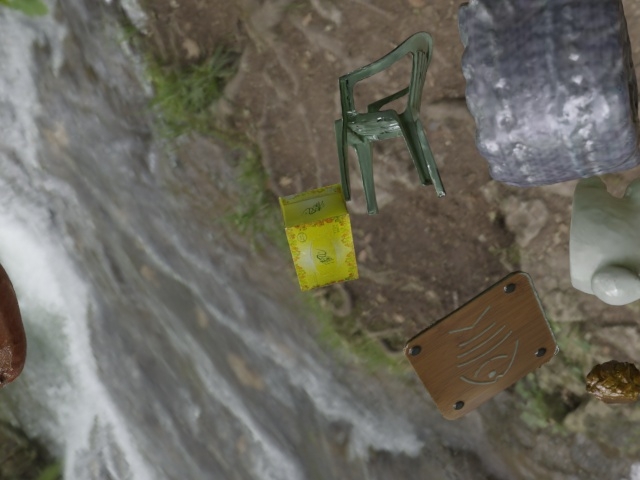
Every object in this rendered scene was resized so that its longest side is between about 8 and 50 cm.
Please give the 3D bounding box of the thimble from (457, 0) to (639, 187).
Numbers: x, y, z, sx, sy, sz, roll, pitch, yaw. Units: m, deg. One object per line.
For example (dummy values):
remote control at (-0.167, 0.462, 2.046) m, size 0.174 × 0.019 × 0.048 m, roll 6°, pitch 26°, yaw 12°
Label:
thimble at (0.155, -0.111, 0.538) m, size 0.098 × 0.150 × 0.150 m, roll -7°, pitch 112°, yaw 25°

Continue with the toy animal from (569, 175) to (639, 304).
toy animal at (0.615, 0.006, 1.399) m, size 0.368 × 0.241 × 0.196 m, roll -6°, pitch 131°, yaw 12°

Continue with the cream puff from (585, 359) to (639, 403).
cream puff at (0.627, 0.297, 1.728) m, size 0.116 × 0.094 × 0.122 m, roll -12°, pitch 147°, yaw 44°

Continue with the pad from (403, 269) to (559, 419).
pad at (0.329, 0.218, 1.631) m, size 0.284 × 0.286 × 0.018 m, roll 58°, pitch 180°, yaw -38°

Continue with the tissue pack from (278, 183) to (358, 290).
tissue pack at (0.000, 0.000, 1.226) m, size 0.176 × 0.095 × 0.062 m, roll 79°, pitch 177°, yaw -53°

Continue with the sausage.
sausage at (-0.559, 0.117, 1.312) m, size 0.148 × 0.148 × 0.254 m, roll 19°, pitch 124°, yaw 34°

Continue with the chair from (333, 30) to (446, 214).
chair at (0.128, -0.204, 1.424) m, size 0.191 × 0.203 × 0.274 m, roll -12°, pitch 83°, yaw 17°
